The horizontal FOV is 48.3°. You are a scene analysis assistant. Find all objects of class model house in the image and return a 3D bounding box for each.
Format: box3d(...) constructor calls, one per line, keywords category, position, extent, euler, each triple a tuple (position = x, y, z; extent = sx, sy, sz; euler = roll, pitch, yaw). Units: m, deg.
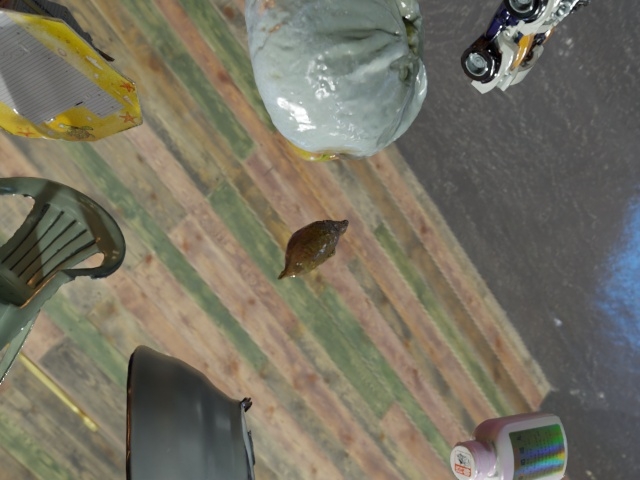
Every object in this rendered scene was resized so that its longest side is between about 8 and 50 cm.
box3d(category="model house", position=(-0.326, -0.231, 0.875), extent=(0.207, 0.136, 0.219), euler=(-20, 145, 29))

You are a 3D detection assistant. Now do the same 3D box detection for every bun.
box3d(category="bun", position=(0.037, -0.289, 1.038), extent=(0.211, 0.362, 0.362), euler=(-4, 133, 26))

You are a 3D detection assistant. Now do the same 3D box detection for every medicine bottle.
box3d(category="medicine bottle", position=(0.314, 0.353, 1.185), extent=(0.078, 0.219, 0.115), euler=(-8, 82, 56))

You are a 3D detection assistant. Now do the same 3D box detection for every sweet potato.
box3d(category="sweet potato", position=(0.002, -0.004, 1.110), extent=(0.068, 0.226, 0.068), euler=(12, 117, 24))

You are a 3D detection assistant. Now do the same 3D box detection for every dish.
box3d(category="dish", position=(-0.108, 0.248, 0.692), extent=(0.316, 0.106, 0.317), euler=(173, 90, -84))

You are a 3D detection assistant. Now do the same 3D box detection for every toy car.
box3d(category="toy car", position=(0.354, -0.377, 1.186), extent=(0.118, 0.193, 0.301), euler=(45, 148, 5))

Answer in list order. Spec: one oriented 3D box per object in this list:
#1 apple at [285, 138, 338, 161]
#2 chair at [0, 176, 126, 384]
box3d(category="apple", position=(0.006, -0.270, 1.588), extent=(0.195, 0.196, 0.196), euler=(32, 153, 19))
box3d(category="chair", position=(-0.383, 0.047, 0.830), extent=(0.203, 0.275, 0.190), euler=(38, 177, 10))
